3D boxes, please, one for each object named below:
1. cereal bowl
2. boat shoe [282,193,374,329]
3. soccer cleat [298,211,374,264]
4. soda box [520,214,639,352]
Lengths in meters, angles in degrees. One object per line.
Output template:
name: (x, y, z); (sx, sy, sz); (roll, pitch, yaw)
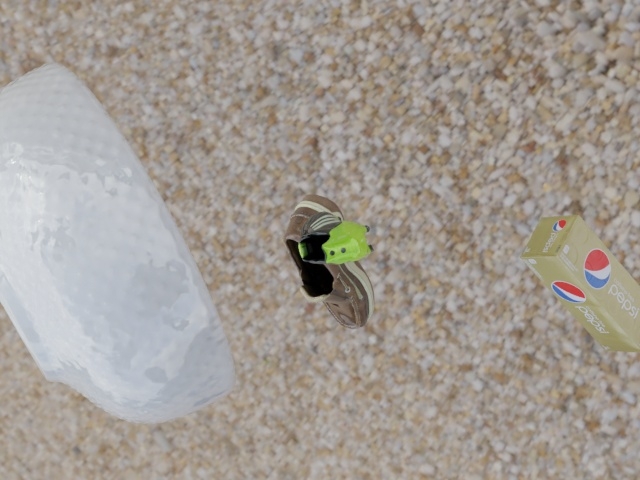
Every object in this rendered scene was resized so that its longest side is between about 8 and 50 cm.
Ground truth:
cereal bowl: (-0.219, 0.023, 0.926); (0.339, 0.141, 0.339); (51, 160, 26)
boat shoe: (0.003, 0.053, 1.504); (0.095, 0.095, 0.257); (10, 141, 34)
soccer cleat: (0.000, 0.000, 1.260); (0.179, 0.072, 0.060); (-172, 68, -69)
soda box: (0.309, 0.052, 1.176); (0.181, 0.061, 0.058); (44, 155, -24)
